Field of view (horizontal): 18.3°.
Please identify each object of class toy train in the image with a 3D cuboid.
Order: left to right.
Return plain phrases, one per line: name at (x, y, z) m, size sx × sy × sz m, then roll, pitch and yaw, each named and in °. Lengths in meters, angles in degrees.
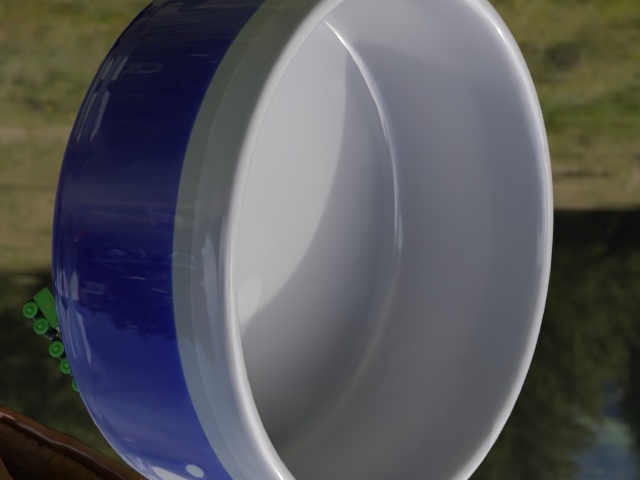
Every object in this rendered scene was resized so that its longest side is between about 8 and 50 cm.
toy train at (-0.141, 0.062, 1.133) m, size 0.024 × 0.083 × 0.017 m, roll -39°, pitch 159°, yaw 4°

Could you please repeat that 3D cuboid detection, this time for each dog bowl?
dog bowl at (0.000, 0.000, 0.935) m, size 0.104 × 0.265 × 0.265 m, roll 5°, pitch 174°, yaw 37°

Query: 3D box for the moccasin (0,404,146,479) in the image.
moccasin at (0.043, 0.170, 0.542) m, size 0.380 × 0.147 × 0.139 m, roll 30°, pitch -168°, yaw 16°
